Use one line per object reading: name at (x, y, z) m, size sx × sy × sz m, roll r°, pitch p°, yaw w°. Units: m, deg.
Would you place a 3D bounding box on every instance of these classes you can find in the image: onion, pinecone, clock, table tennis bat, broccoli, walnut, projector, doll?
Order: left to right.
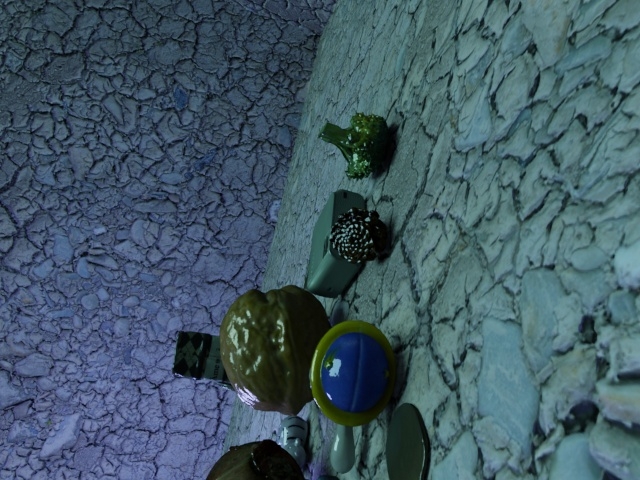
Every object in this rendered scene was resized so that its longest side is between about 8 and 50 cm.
onion at (-0.144, 0.641, 1.101) m, size 0.353 × 0.354 × 0.353 m, roll -166°, pitch 90°, yaw -78°
walnut at (-0.109, 0.295, 1.293) m, size 0.306 × 0.306 × 0.343 m, roll 122°, pitch 135°, yaw -55°
clock at (-0.074, 0.567, 1.347) m, size 0.176 × 0.080 × 0.117 m, roll -89°, pitch 17°, yaw -44°
projector at (0.048, 0.009, 1.372) m, size 0.198 × 0.108 × 0.250 m, roll 118°, pitch 163°, yaw -49°
doll at (0.041, 0.301, 0.950) m, size 0.242 × 0.160 × 0.310 m, roll 148°, pitch 131°, yaw -71°
broccoli at (0.087, -0.262, 1.301) m, size 0.219 × 0.194 × 0.194 m, roll -107°, pitch 32°, yaw -78°
pinecone at (0.096, -0.015, 1.147) m, size 0.121 × 0.140 × 0.140 m, roll -18°, pitch -51°, yaw -65°
table tennis bat at (0.142, 0.364, 0.761) m, size 0.234 × 0.022 × 0.131 m, roll -96°, pitch 25°, yaw -64°

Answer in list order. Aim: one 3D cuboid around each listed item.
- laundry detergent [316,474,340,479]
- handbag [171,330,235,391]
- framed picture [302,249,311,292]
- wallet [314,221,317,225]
laundry detergent at (0.020, 0.580, 0.958) m, size 0.206 × 0.061 × 0.096 m, roll -103°, pitch 32°, yaw -64°
handbag at (-0.263, 0.403, 1.581) m, size 0.317 × 0.416 × 0.180 m, roll 131°, pitch 149°, yaw -69°
framed picture at (-0.015, 0.092, 1.756) m, size 0.281 × 0.019 × 0.208 m, roll 167°, pitch 116°, yaw -76°
wallet at (0.000, 0.000, 1.683) m, size 0.095 × 0.026 × 0.176 m, roll 130°, pitch 150°, yaw -48°
